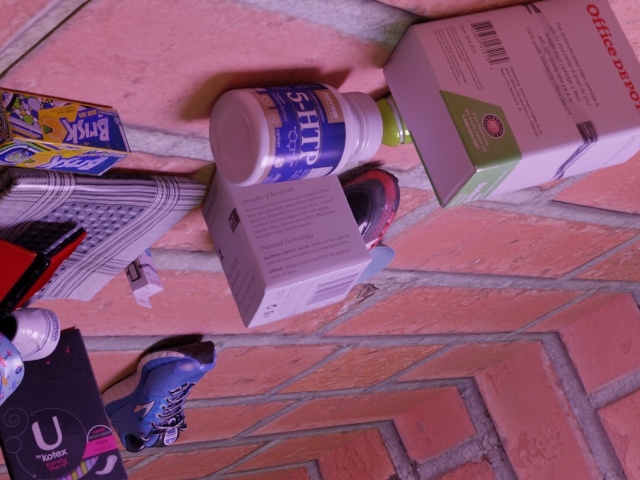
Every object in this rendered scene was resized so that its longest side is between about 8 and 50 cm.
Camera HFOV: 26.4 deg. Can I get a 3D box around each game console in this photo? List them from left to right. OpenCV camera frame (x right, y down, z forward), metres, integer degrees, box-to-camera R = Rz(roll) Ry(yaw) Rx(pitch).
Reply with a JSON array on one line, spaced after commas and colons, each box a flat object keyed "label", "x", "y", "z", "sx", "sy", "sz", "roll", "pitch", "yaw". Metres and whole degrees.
[{"label": "game console", "x": -0.371, "y": 0.023, "z": 1.647, "sx": 0.144, "sy": 0.085, "sz": 0.124, "roll": -42, "pitch": -178, "yaw": 44}]

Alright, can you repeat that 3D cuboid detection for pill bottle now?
[{"label": "pill bottle", "x": -0.025, "y": -0.127, "z": 1.597, "sx": 0.187, "sy": 0.112, "sz": 0.112, "roll": -10, "pitch": 158, "yaw": -36}]

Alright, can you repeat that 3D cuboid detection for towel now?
[{"label": "towel", "x": -0.348, "y": 0.010, "z": 1.704, "sx": 0.324, "sy": 0.056, "sz": 0.312, "roll": -33, "pitch": 159, "yaw": 34}]

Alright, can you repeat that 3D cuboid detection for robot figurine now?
[{"label": "robot figurine", "x": 0.113, "y": -0.159, "z": 1.739, "sx": 0.115, "sy": 0.067, "sz": 0.101, "roll": -19, "pitch": 170, "yaw": -9}]

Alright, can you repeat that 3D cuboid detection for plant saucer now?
[{"label": "plant saucer", "x": 0.029, "y": 0.041, "z": 2.269, "sx": 0.195, "sy": 0.037, "sz": 0.195, "roll": -20, "pitch": 162, "yaw": -7}]

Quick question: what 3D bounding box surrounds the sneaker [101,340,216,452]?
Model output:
[{"label": "sneaker", "x": -0.272, "y": 0.285, "z": 2.443, "sx": 0.130, "sy": 0.147, "sz": 0.330, "roll": -8, "pitch": 157, "yaw": -38}]

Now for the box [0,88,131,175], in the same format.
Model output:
[{"label": "box", "x": -0.280, "y": -0.110, "z": 1.428, "sx": 0.054, "sy": 0.059, "sz": 0.169, "roll": -31, "pitch": 160, "yaw": 31}]

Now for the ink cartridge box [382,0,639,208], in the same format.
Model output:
[{"label": "ink cartridge box", "x": 0.243, "y": -0.172, "z": 1.639, "sx": 0.273, "sy": 0.198, "sz": 0.115, "roll": -14, "pitch": 161, "yaw": -23}]

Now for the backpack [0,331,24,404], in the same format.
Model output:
[{"label": "backpack", "x": -0.474, "y": 0.176, "z": 1.748, "sx": 0.173, "sy": 0.158, "sz": 0.117, "roll": -36, "pitch": -166, "yaw": 30}]

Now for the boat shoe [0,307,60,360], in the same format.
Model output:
[{"label": "boat shoe", "x": -0.471, "y": 0.137, "z": 1.848, "sx": 0.258, "sy": 0.095, "sz": 0.084, "roll": -23, "pitch": 158, "yaw": 29}]

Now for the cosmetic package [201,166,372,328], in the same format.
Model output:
[{"label": "cosmetic package", "x": -0.049, "y": -0.008, "z": 1.793, "sx": 0.151, "sy": 0.183, "sz": 0.151, "roll": -16, "pitch": 161, "yaw": -20}]

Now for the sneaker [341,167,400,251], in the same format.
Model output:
[{"label": "sneaker", "x": 0.000, "y": 0.000, "z": 1.937, "sx": 0.276, "sy": 0.097, "sz": 0.135, "roll": -41, "pitch": 167, "yaw": 8}]

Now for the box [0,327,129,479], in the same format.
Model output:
[{"label": "box", "x": -0.411, "y": 0.298, "z": 2.109, "sx": 0.165, "sy": 0.270, "sz": 0.143, "roll": -17, "pitch": 161, "yaw": -17}]

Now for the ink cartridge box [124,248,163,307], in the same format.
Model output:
[{"label": "ink cartridge box", "x": -0.246, "y": 0.048, "z": 1.888, "sx": 0.028, "sy": 0.083, "sz": 0.048, "roll": -26, "pitch": 162, "yaw": 14}]
